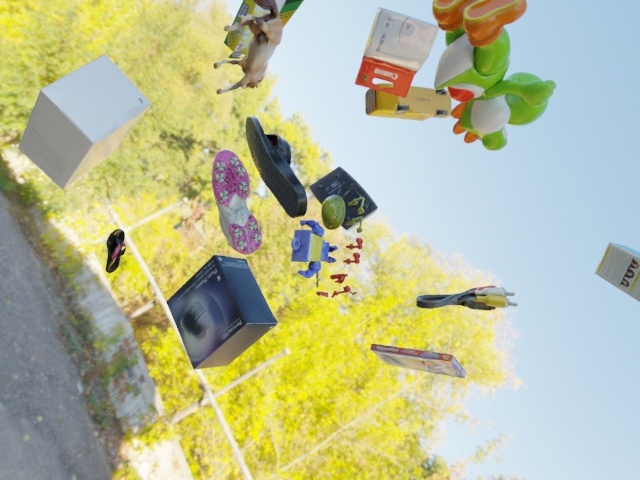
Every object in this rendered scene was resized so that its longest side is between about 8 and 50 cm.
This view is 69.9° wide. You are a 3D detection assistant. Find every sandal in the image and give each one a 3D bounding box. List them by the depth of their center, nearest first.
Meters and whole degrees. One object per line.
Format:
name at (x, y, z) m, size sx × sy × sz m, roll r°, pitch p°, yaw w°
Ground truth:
sandal at (-0.643, 0.037, 1.454) m, size 0.040 × 0.067 × 0.179 m, roll 31°, pitch -57°, yaw 14°
sandal at (-0.140, -0.256, 1.570) m, size 0.445 × 0.107 × 0.167 m, roll 58°, pitch -29°, yaw 27°

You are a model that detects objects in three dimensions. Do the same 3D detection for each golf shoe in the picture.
golf shoe at (-0.266, -0.107, 1.338) m, size 0.140 × 0.115 × 0.306 m, roll 0°, pitch -77°, yaw 58°

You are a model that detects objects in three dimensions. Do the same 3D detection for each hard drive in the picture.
hard drive at (0.089, -0.161, 1.794) m, size 0.254 × 0.172 × 0.054 m, roll 51°, pitch -9°, yaw 26°

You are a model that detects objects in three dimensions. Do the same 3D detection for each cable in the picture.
cable at (0.416, 0.157, 1.343) m, size 0.139 × 0.288 × 0.072 m, roll -96°, pitch -168°, yaw -71°

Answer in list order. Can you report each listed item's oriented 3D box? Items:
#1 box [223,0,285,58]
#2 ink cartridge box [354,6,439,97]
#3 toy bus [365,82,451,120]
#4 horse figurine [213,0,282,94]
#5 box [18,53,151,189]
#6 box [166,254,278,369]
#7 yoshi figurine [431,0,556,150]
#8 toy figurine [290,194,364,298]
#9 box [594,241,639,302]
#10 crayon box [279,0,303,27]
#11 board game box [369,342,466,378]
box at (-0.169, -0.534, 1.141) m, size 0.043 × 0.105 × 0.179 m, roll 45°, pitch -57°, yaw 12°
ink cartridge box at (0.230, -0.566, 1.406) m, size 0.066 × 0.189 × 0.232 m, roll -102°, pitch -153°, yaw -59°
toy bus at (0.354, -0.544, 1.820) m, size 0.130 × 0.333 × 0.108 m, roll 174°, pitch -85°, yaw -69°
horse figurine at (-0.148, -0.425, 1.004) m, size 0.066 × 0.174 × 0.263 m, roll 43°, pitch -47°, yaw 14°
box at (-0.659, -0.316, 1.270) m, size 0.345 × 0.215 × 0.168 m, roll -21°, pitch -63°, yaw 46°
box at (-0.358, 0.257, 1.645) m, size 0.183 × 0.296 × 0.294 m, roll 13°, pitch 40°, yaw -57°
yoshi figurine at (0.357, -0.338, 0.905) m, size 0.203 × 0.203 × 0.362 m, roll 6°, pitch -28°, yaw 31°
toy figurine at (0.000, 0.000, 1.495) m, size 0.191 × 0.217 × 0.362 m, roll 1°, pitch -100°, yaw 43°
box at (0.817, 0.094, 1.164) m, size 0.244 × 0.060 × 0.100 m, roll -102°, pitch -155°, yaw -69°
crayon box at (-0.029, -0.860, 1.378) m, size 0.106 × 0.362 × 0.313 m, roll 31°, pitch -20°, yaw -20°
board game box at (0.316, 0.391, 1.497) m, size 0.281 × 0.027 × 0.145 m, roll 0°, pitch -33°, yaw 36°
